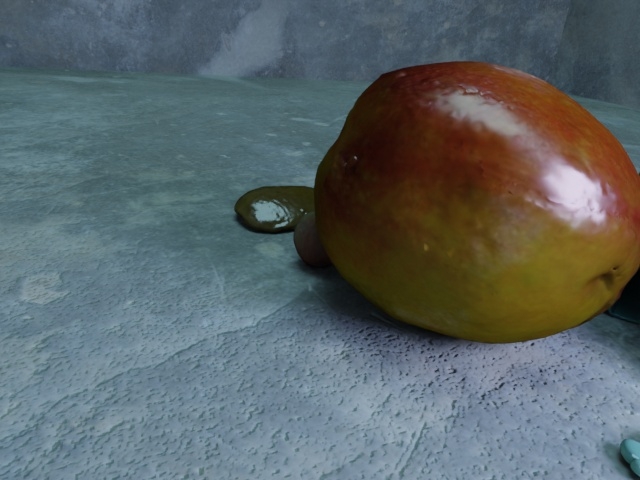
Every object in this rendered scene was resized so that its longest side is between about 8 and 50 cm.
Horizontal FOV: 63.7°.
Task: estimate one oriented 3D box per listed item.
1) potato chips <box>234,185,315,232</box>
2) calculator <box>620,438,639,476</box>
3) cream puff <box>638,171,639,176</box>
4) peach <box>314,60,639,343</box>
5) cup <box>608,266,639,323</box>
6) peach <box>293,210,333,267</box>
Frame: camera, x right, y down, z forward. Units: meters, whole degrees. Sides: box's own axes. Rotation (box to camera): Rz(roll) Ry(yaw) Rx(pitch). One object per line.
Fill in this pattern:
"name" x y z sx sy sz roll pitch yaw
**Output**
"potato chips" -0.055 -0.067 0.903 0.201 0.049 0.150 -5 31 -36
"calculator" 0.334 0.196 0.428 0.153 0.021 0.095 13 24 8
"cream puff" 0.644 -0.074 0.917 0.220 0.195 0.194 -7 27 -33
"peach" 0.175 -0.036 0.589 0.372 0.373 0.290 16 61 23
"cup" 0.481 0.021 0.733 0.134 0.148 0.235 -11 8 34
"peach" 0.002 -0.001 0.724 0.083 0.083 0.083 5 24 -2
